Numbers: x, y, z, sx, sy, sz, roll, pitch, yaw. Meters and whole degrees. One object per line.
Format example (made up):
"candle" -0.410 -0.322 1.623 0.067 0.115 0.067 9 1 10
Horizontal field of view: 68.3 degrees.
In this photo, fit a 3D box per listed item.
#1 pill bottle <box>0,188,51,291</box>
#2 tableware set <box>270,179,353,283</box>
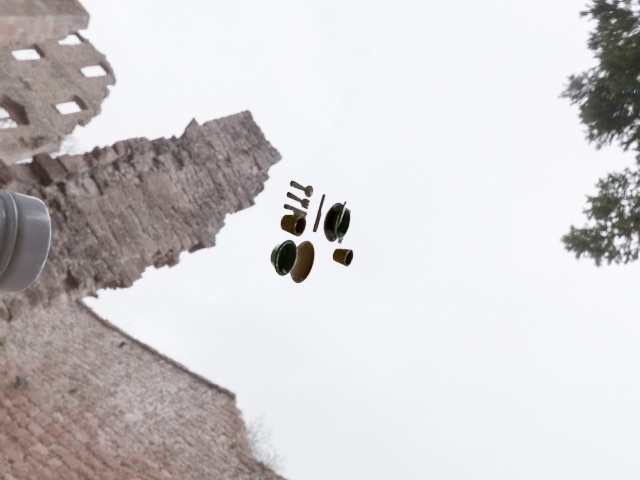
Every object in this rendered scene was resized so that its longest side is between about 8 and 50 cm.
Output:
"pill bottle" -0.484 -0.017 0.536 0.161 0.283 0.160 -7 -103 32
"tableware set" 0.000 0.000 0.516 0.024 0.154 0.103 14 -93 28
